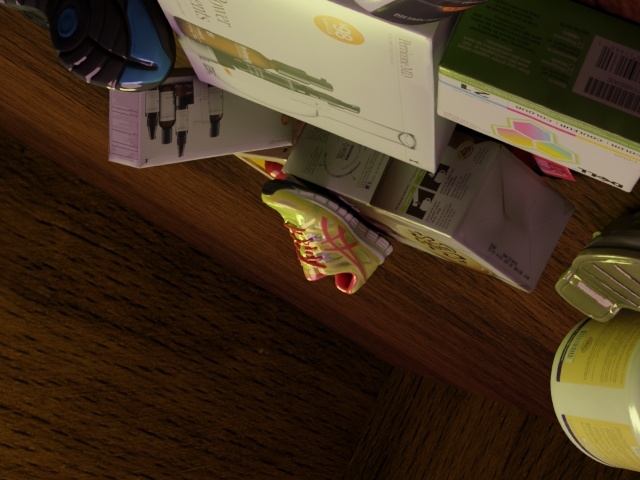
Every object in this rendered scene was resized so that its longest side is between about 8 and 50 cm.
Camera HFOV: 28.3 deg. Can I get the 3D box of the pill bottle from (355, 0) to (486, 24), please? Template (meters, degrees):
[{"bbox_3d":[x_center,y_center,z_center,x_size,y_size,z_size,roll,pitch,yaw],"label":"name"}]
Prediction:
[{"bbox_3d":[0.100,-0.213,0.764,0.130,0.130,0.245,28,170,-18],"label":"pill bottle"}]

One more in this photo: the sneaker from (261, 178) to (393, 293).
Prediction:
[{"bbox_3d":[0.000,0.000,1.517,0.208,0.094,0.081,35,175,-37],"label":"sneaker"}]

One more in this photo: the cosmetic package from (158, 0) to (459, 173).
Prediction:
[{"bbox_3d":[-0.006,-0.203,1.192,0.284,0.097,0.377,20,170,10],"label":"cosmetic package"}]

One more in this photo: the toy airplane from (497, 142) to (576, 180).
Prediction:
[{"bbox_3d":[0.210,-0.105,1.376,0.151,0.028,0.151,29,175,3],"label":"toy airplane"}]

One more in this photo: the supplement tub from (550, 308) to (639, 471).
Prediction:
[{"bbox_3d":[0.485,0.204,1.724,0.241,0.241,0.331,27,170,-13],"label":"supplement tub"}]

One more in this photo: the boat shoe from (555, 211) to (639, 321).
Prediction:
[{"bbox_3d":[0.355,0.019,1.461,0.113,0.103,0.302,38,171,-2],"label":"boat shoe"}]

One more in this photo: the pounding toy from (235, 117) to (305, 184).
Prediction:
[{"bbox_3d":[-0.071,-0.132,1.716,0.181,0.094,0.206,32,167,-38],"label":"pounding toy"}]

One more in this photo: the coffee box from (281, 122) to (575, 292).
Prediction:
[{"bbox_3d":[0.119,-0.062,1.475,0.297,0.119,0.168,24,174,46],"label":"coffee box"}]

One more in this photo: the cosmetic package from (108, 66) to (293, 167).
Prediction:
[{"bbox_3d":[-0.129,-0.146,1.446,0.060,0.099,0.239,18,-159,39],"label":"cosmetic package"}]

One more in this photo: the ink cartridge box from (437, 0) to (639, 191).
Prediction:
[{"bbox_3d":[0.205,-0.116,1.123,0.188,0.097,0.255,23,169,9],"label":"ink cartridge box"}]

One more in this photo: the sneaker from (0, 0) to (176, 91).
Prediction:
[{"bbox_3d":[-0.235,-0.252,1.371,0.139,0.125,0.341,19,-163,-47],"label":"sneaker"}]
